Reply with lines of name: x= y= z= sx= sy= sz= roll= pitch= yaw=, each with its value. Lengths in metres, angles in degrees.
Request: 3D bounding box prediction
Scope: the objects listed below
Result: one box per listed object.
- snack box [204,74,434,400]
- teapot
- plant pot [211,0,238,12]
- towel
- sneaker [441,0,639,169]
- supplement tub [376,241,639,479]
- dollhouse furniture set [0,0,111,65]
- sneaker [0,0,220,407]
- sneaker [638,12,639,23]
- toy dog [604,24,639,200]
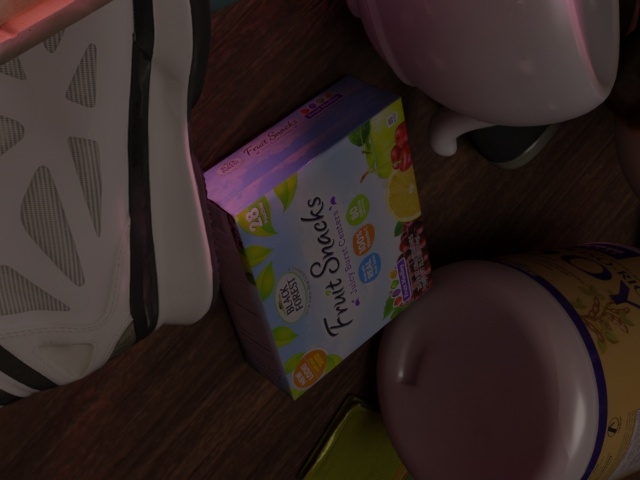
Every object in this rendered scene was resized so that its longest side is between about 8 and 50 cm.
snack box: x=0.000 y=0.000 z=0.837 sx=0.174 sy=0.070 sz=0.207 roll=-37 pitch=134 yaw=-25
teapot: x=0.104 y=-0.199 z=0.744 sx=0.252 sy=0.187 sz=0.256 roll=-3 pitch=90 yaw=-65
plant pot: x=-0.064 y=-0.253 z=0.546 sx=0.165 sy=0.165 sz=0.234 roll=-32 pitch=147 yaw=-31
towel: x=0.071 y=0.237 z=1.091 sx=0.237 sy=0.021 sz=0.102 roll=34 pitch=87 yaw=-49
sneaker: x=0.201 y=-0.178 z=0.921 sx=0.222 sy=0.083 sz=0.118 roll=-56 pitch=139 yaw=-1
supplement tub: x=0.245 y=0.127 z=1.031 sx=0.331 sy=0.241 sz=0.241 roll=-6 pitch=118 yaw=-43
dollhouse furniture set: x=-0.109 y=-0.190 z=0.366 sx=0.161 sy=0.101 sz=0.182 roll=-40 pitch=139 yaw=-29
sneaker: x=-0.198 y=-0.063 z=0.514 sx=0.257 sy=0.169 sz=0.448 roll=-33 pitch=138 yaw=-29
sneaker: x=0.368 y=-0.312 z=1.022 sx=0.217 sy=0.079 sz=0.121 roll=-48 pitch=144 yaw=-2
toy dog: x=0.415 y=-0.152 z=0.945 sx=0.408 sy=0.395 sz=0.285 roll=-33 pitch=106 yaw=-46
